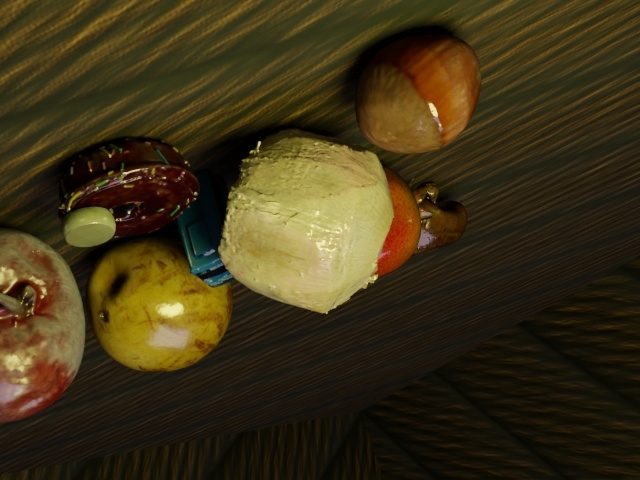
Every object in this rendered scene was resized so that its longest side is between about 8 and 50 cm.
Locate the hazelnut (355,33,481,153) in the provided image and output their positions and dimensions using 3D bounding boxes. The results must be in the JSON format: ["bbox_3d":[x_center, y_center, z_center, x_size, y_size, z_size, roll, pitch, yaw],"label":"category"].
[{"bbox_3d":[0.154,-0.230,1.521,0.214,0.176,0.214,-32,-165,10],"label":"hazelnut"}]

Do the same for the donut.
[{"bbox_3d":[-0.316,-0.085,1.590,0.235,0.089,0.235,-17,161,-6],"label":"donut"}]

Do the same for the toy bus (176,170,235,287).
[{"bbox_3d":[-0.196,-0.020,1.732,0.090,0.184,0.106,-24,157,13],"label":"toy bus"}]

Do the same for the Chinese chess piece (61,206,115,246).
[{"bbox_3d":[-0.363,-0.022,1.541,0.084,0.034,0.084,-14,157,-6],"label":"Chinese chess piece"}]

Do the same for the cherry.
[{"bbox_3d":[-0.559,0.138,1.664,0.291,0.326,0.335,3,-175,-45],"label":"cherry"}]

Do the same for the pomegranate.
[{"bbox_3d":[0.104,-0.042,1.897,0.257,0.220,0.221,-16,160,-14],"label":"pomegranate"}]

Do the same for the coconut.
[{"bbox_3d":[-0.011,-0.032,1.634,0.255,0.297,0.297,17,164,11],"label":"coconut"}]

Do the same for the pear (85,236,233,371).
[{"bbox_3d":[-0.311,0.121,1.894,0.281,0.280,0.280,-17,160,-6],"label":"pear"}]

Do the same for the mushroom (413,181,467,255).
[{"bbox_3d":[0.212,-0.028,2.142,0.231,0.138,0.194,-1,154,-40],"label":"mushroom"}]
